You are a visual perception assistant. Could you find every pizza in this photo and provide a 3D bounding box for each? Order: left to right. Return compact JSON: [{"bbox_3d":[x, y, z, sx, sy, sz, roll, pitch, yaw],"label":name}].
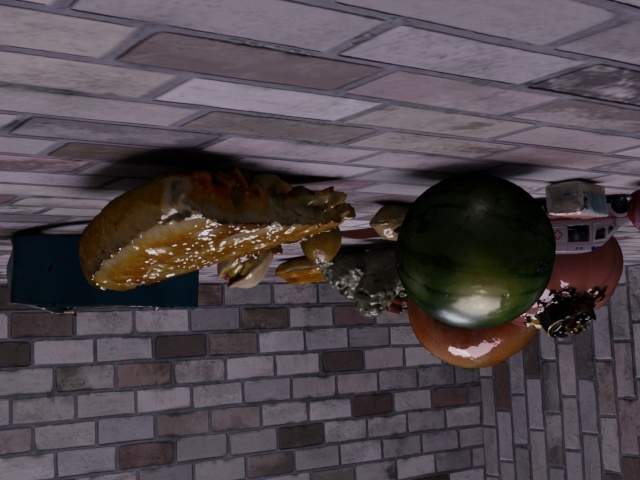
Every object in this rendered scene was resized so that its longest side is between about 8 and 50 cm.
[{"bbox_3d":[-0.146,-0.036,1.378,0.406,0.130,0.440,-10,170,-30],"label":"pizza"}]

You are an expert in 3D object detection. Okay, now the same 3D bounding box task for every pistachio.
[{"bbox_3d":[-0.175,0.046,2.176,0.145,0.117,0.200,-40,175,-15],"label":"pistachio"}]

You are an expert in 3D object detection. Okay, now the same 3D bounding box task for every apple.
[{"bbox_3d":[0.379,0.153,2.291,0.338,0.339,0.305,-5,163,21],"label":"apple"}]

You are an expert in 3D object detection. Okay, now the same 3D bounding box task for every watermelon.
[{"bbox_3d":[0.234,0.016,1.422,0.242,0.242,0.242,-3,174,0],"label":"watermelon"}]

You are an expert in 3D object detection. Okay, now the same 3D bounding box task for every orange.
[{"bbox_3d":[0.000,0.000,1.853,0.085,0.095,0.085,4,175,0],"label":"orange"}]

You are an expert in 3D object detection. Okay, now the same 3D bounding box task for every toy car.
[{"bbox_3d":[0.492,-0.025,1.760,0.209,0.108,0.089,-3,174,-2],"label":"toy car"}]

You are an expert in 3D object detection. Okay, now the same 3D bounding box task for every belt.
[{"bbox_3d":[-0.446,0.063,1.901,0.436,0.173,0.300,-5,172,30],"label":"belt"}]

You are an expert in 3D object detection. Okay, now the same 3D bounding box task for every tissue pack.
[{"bbox_3d":[0.428,-0.067,1.561,0.074,0.059,0.094,-5,174,41],"label":"tissue pack"}]

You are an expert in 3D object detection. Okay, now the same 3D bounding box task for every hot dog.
[{"bbox_3d":[-0.036,0.082,2.775,0.104,0.076,0.250,24,156,-31],"label":"hot dog"}]

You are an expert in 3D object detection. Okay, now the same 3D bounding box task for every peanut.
[{"bbox_3d":[0.161,-0.030,1.732,0.080,0.080,0.174,-8,170,44],"label":"peanut"}]

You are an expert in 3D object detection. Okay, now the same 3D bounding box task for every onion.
[{"bbox_3d":[0.605,-0.032,1.595,0.150,0.140,0.150,-13,-173,2],"label":"onion"}]

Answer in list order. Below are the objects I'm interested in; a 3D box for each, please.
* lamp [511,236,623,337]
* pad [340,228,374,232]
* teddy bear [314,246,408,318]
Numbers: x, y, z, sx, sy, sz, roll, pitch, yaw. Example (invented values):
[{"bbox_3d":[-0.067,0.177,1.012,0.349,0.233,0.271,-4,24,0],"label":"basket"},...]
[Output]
[{"bbox_3d":[0.499,0.083,1.987,0.305,0.240,0.305,-10,149,-6],"label":"lamp"},{"bbox_3d":[0.169,-0.022,2.161,0.267,0.004,0.181,-5,173,27],"label":"pad"},{"bbox_3d":[0.152,0.116,2.535,0.357,0.225,0.367,14,171,-38],"label":"teddy bear"}]
